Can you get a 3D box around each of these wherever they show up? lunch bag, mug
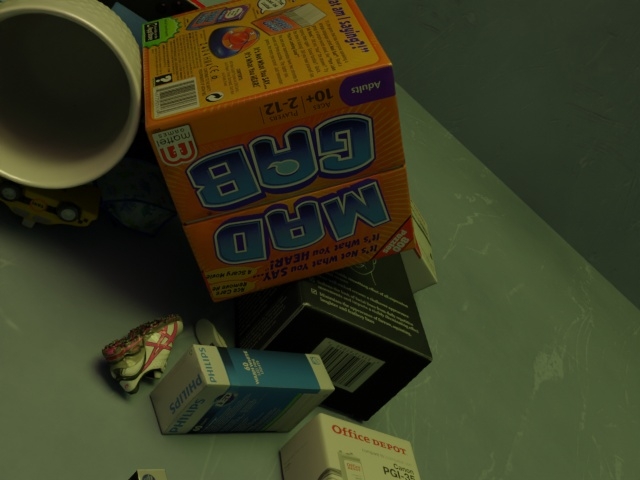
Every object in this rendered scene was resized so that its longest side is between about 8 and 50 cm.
[{"bbox_3d":[-0.360,-0.089,1.421,0.151,0.096,0.128,23,31,-50],"label":"lunch bag"},{"bbox_3d":[-0.462,-0.292,1.225,0.374,0.276,0.328,29,18,-21],"label":"mug"}]

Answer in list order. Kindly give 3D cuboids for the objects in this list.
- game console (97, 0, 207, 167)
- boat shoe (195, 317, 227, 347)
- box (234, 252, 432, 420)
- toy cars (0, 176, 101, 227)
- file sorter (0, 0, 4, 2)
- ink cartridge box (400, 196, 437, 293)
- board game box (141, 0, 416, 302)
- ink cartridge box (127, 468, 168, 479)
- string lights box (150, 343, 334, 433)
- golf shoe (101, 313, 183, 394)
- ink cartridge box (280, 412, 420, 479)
[{"bbox_3d":[-0.313,-0.298,1.468,0.342,0.386,0.060,34,36,-16],"label":"game console"},{"bbox_3d":[-0.184,0.180,1.332,0.100,0.035,0.035,51,1,26],"label":"boat shoe"},{"bbox_3d":[0.005,0.102,1.489,0.294,0.212,0.395,26,32,-26],"label":"box"},{"bbox_3d":[-0.524,-0.053,1.177,0.176,0.087,0.394,46,31,18],"label":"toy cars"},{"bbox_3d":[-0.674,-0.420,1.478,0.105,0.118,0.170,26,31,-35],"label":"file sorter"},{"bbox_3d":[0.196,-0.017,1.947,0.197,0.114,0.272,55,19,-28],"label":"ink cartridge box"},{"bbox_3d":[-0.073,-0.179,1.289,0.356,0.357,0.356,-107,-178,-49],"label":"board game box"},{"bbox_3d":[-0.204,0.393,0.919,0.046,0.097,0.207,14,38,-42],"label":"ink cartridge box"},{"bbox_3d":[-0.119,0.241,1.210,0.260,0.133,0.076,13,39,-43],"label":"string lights box"},{"bbox_3d":[-0.271,0.175,1.202,0.186,0.068,0.085,-37,108,-64],"label":"golf shoe"},{"bbox_3d":[0.063,0.432,1.184,0.207,0.117,0.283,25,32,-29],"label":"ink cartridge box"}]
